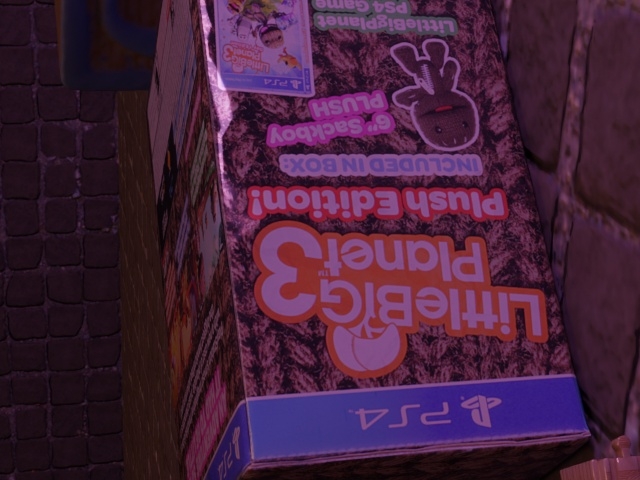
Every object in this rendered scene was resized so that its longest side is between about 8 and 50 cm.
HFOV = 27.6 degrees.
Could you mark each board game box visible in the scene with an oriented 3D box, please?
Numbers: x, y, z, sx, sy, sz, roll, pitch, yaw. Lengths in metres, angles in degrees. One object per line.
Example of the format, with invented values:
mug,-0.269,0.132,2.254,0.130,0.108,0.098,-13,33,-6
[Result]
board game box,0.000,0.000,0.654,0.232,0.141,0.291,114,150,-63

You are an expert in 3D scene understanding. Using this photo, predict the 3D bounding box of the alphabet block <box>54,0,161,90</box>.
alphabet block,-0.096,-0.239,0.921,0.193,0.192,0.197,112,153,-56

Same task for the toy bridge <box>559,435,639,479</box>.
toy bridge,0.117,0.160,0.440,0.063,0.026,0.188,131,135,-68
